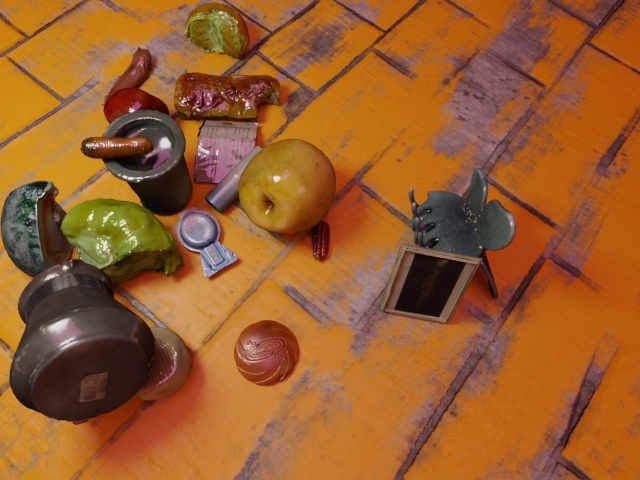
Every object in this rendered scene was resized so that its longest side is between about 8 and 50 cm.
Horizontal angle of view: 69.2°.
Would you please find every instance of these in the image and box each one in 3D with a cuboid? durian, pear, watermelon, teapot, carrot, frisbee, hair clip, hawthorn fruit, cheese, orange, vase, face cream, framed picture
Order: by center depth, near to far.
[{"bbox_3d":[-0.611,0.265,1.174,0.306,0.375,0.362,-1,28,-36],"label":"teapot"},{"bbox_3d":[-0.552,-0.253,1.265,0.186,0.060,0.060,-4,67,-12],"label":"carrot"},{"bbox_3d":[0.313,0.137,1.359,0.231,0.293,0.018,10,42,1],"label":"framed picture"},{"bbox_3d":[-0.160,0.328,1.371,0.192,0.035,0.192,2,67,-5],"label":"frisbee"},{"bbox_3d":[-0.599,-0.005,1.381,0.256,0.204,0.339,-34,81,-21],"label":"durian"},{"bbox_3d":[-0.815,-0.015,1.386,0.320,0.214,0.289,-38,74,29],"label":"watermelon"},{"bbox_3d":[0.413,-0.021,1.434,0.239,0.392,0.318,-9,54,6],"label":"hair clip"},{"bbox_3d":[-0.515,-0.222,1.439,0.245,0.291,0.245,2,68,-5],"label":"vase"},{"bbox_3d":[-0.103,-0.168,1.448,0.315,0.314,0.314,2,67,-4],"label":"pear"},{"bbox_3d":[-0.374,-0.005,1.487,0.135,0.052,0.244,-32,74,-14],"label":"cheese"},{"bbox_3d":[-0.273,-0.204,1.548,0.077,0.077,0.250,40,79,12],"label":"face cream"},{"bbox_3d":[-0.637,-0.428,1.585,0.251,0.189,0.189,27,67,16],"label":"hawthorn fruit"},{"bbox_3d":[-0.384,-0.807,1.759,0.237,0.179,0.158,11,69,1],"label":"orange"}]

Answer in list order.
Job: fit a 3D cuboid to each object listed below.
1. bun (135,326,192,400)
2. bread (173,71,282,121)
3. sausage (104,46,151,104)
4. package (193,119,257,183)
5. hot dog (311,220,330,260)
[{"bbox_3d":[-0.454,0.343,1.294,0.178,0.128,0.193,-33,62,-15],"label":"bun"},{"bbox_3d":[-0.331,-0.516,1.680,0.381,0.109,0.185,-1,66,-7],"label":"bread"},{"bbox_3d":[-0.703,-0.581,1.696,0.078,0.078,0.304,21,69,5],"label":"sausage"},{"bbox_3d":[-0.330,-0.315,1.619,0.204,0.062,0.250,3,70,-3],"label":"package"},{"bbox_3d":[0.000,0.000,1.521,0.062,0.038,0.144,5,67,-3],"label":"hot dog"}]
